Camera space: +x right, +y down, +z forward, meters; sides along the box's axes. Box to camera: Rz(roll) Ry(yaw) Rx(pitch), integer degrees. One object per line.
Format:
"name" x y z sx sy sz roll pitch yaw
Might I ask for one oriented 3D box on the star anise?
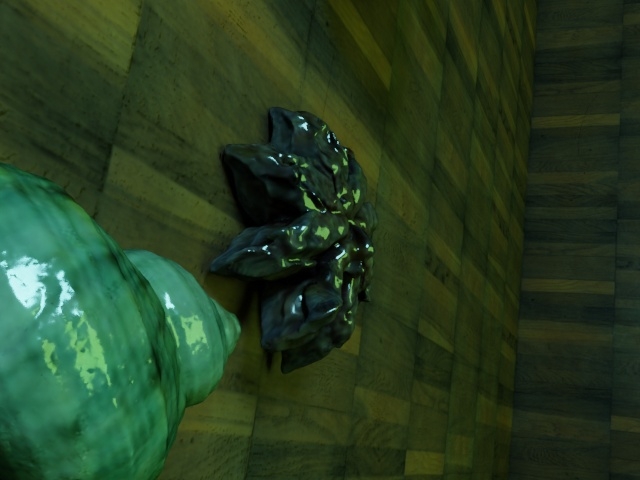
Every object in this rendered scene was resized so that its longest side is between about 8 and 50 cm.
"star anise" 0.000 0.001 0.666 0.223 0.108 0.236 41 52 -65

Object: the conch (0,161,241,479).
"conch" -0.124 0.048 0.365 0.188 0.122 0.176 37 33 -66
